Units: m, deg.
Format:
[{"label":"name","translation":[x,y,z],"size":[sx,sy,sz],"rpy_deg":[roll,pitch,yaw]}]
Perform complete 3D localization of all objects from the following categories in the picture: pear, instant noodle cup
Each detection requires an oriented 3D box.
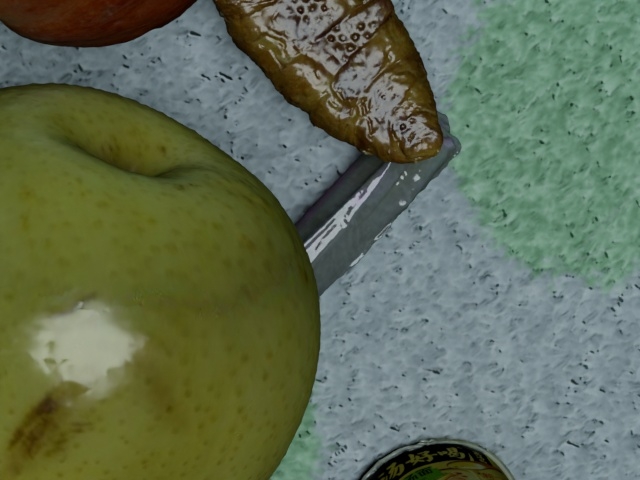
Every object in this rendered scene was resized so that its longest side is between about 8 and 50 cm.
[{"label":"pear","translation":[-0.174,0.063,1.291],"size":[0.348,0.348,0.348],"rpy_deg":[-2,99,-12]},{"label":"instant noodle cup","translation":[0.103,0.236,1.486],"size":[0.151,0.122,0.151],"rpy_deg":[-3,102,-14]}]

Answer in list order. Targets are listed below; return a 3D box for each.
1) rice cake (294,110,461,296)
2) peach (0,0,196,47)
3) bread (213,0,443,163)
[{"label":"rice cake","translation":[0.000,0.000,1.464],"size":[0.270,0.049,0.055],"rpy_deg":[-47,127,-1]},{"label":"peach","translation":[-0.147,-0.260,1.300],"size":[0.256,0.232,0.232],"rpy_deg":[-36,105,14]},{"label":"bread","translation":[0.002,-0.147,1.424],"size":[0.233,0.076,0.105],"rpy_deg":[44,87,-8]}]
